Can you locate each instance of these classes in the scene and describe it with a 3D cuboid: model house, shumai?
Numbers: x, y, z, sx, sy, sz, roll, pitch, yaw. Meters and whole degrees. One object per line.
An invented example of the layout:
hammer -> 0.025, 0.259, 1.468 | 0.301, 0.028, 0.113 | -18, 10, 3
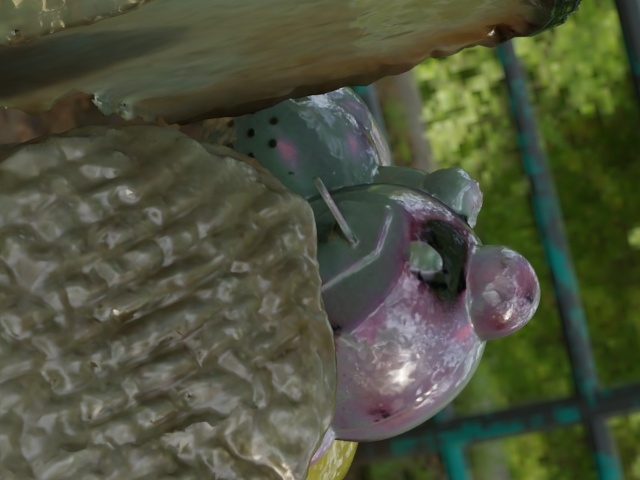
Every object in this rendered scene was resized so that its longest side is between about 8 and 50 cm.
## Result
model house -> -0.058, -0.307, 1.241 | 0.445, 0.395, 0.400 | 8, 66, -74
shumai -> -0.150, 0.092, 1.148 | 0.267, 0.262, 0.314 | 48, 55, -6

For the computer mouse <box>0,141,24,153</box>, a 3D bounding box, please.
computer mouse -> -0.339, 0.027, 1.611 | 0.122, 0.188, 0.371 | 65, 29, -9

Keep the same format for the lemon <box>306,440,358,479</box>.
lemon -> -0.143, 0.124, 1.956 | 0.364, 0.364, 0.364 | -13, 90, -70

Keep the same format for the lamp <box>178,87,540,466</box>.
lamp -> 0.000, 0.000, 1.474 | 0.301, 0.247, 0.247 | 60, 0, 37
